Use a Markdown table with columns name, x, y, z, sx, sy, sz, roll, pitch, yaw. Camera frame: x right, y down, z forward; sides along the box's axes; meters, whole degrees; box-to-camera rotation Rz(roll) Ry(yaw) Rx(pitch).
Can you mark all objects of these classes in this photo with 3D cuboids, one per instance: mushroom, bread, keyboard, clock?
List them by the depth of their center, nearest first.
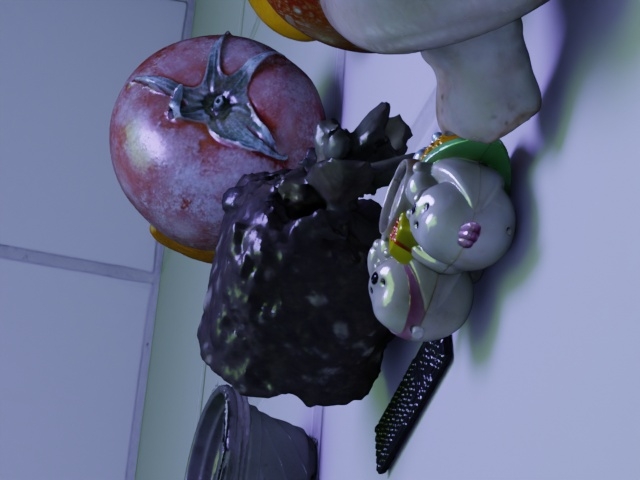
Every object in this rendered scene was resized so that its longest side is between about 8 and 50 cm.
| name | x | y | z | sx | sy | sz | roll | pitch | yaw |
| --- | --- | --- | --- | --- | --- | --- | --- | --- | --- |
| mushroom | 0.122 | -0.198 | 1.193 | 0.243 | 0.244 | 0.243 | -170 | 90 | -79 |
| clock | 0.105 | 0.000 | 1.288 | 0.144 | 0.103 | 0.231 | -80 | 9 | -50 |
| keyboard | 0.089 | 0.152 | 1.448 | 0.204 | 0.013 | 0.061 | 113 | 163 | -46 |
| bread | -0.209 | -0.024 | 2.655 | 0.245 | 0.174 | 0.121 | 180 | 104 | -71 |

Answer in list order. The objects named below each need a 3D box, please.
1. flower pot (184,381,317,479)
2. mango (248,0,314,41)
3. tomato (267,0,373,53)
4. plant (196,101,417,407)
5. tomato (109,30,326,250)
| name | x | y | z | sx | sy | sz | roll | pitch | yaw |
| --- | --- | --- | --- | --- | --- | --- | --- | --- | --- |
| flower pot | -0.087 | 0.301 | 1.855 | 0.235 | 0.141 | 0.235 | -170 | 90 | -77 |
| mango | -0.015 | -0.476 | 2.001 | 0.300 | 0.232 | 0.445 | 138 | 134 | -64 |
| tomato | 0.070 | -0.307 | 1.440 | 0.270 | 0.223 | 0.270 | -49 | 13 | 16 |
| plant | 0.000 | 0.000 | 1.521 | 0.215 | 0.213 | 0.312 | -99 | 21 | -64 |
| tomato | -0.145 | -0.141 | 2.104 | 0.282 | 0.317 | 0.316 | 88 | -174 | -64 |
